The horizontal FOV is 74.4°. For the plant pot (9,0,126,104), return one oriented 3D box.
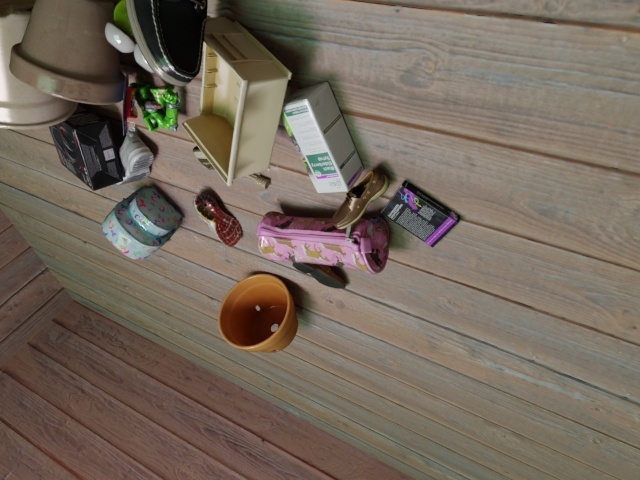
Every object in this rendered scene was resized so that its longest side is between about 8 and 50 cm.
[{"bbox_3d":[-0.611,-0.499,1.048,0.262,0.263,0.229,30,119,7],"label":"plant pot"}]

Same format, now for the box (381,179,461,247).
[{"bbox_3d":[0.243,-0.064,1.037,0.162,0.029,0.116,33,143,1],"label":"box"}]

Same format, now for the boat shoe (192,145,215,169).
[{"bbox_3d":[-0.252,-0.233,1.185,0.257,0.095,0.095,14,137,44],"label":"boat shoe"}]

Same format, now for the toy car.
[{"bbox_3d":[-0.393,-0.485,0.994,0.182,0.159,0.136,35,180,0],"label":"toy car"}]

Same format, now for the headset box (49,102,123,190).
[{"bbox_3d":[-0.804,-0.329,1.416,0.293,0.110,0.218,32,135,31],"label":"headset box"}]

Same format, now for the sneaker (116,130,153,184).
[{"bbox_3d":[-0.653,-0.281,1.462,0.281,0.105,0.115,-26,89,48],"label":"sneaker"}]

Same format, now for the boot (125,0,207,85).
[{"bbox_3d":[-0.192,-0.484,0.721,0.284,0.138,0.378,-1,89,32],"label":"boot"}]

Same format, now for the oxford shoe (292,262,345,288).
[{"bbox_3d":[0.008,0.091,1.362,0.212,0.076,0.076,36,145,-29],"label":"oxford shoe"}]

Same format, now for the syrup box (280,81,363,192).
[{"bbox_3d":[0.005,-0.231,0.980,0.093,0.096,0.237,2,131,39],"label":"syrup box"}]

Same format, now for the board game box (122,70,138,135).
[{"bbox_3d":[-0.513,-0.370,1.146,0.033,0.133,0.169,6,154,-22],"label":"board game box"}]

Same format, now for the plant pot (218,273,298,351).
[{"bbox_3d":[-0.214,0.302,1.609,0.290,0.291,0.203,12,154,28],"label":"plant pot"}]

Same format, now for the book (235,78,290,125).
[{"bbox_3d":[-0.140,-0.342,1.025,0.144,0.035,0.096,21,137,18],"label":"book"}]

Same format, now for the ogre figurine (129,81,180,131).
[{"bbox_3d":[-0.463,-0.375,1.188,0.196,0.097,0.118,9,126,15],"label":"ogre figurine"}]

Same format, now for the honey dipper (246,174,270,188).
[{"bbox_3d":[-0.224,-0.197,1.253,0.160,0.030,0.031,26,143,16],"label":"honey dipper"}]

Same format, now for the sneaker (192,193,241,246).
[{"bbox_3d":[-0.358,-0.074,1.463,0.092,0.088,0.225,17,144,56],"label":"sneaker"}]

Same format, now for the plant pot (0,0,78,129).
[{"bbox_3d":[-0.875,-0.537,1.176,0.333,0.334,0.306,32,133,4],"label":"plant pot"}]

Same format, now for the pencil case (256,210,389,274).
[{"bbox_3d":[0.000,0.000,1.188,0.385,0.160,0.167,5,130,35],"label":"pencil case"}]

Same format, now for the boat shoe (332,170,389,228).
[{"bbox_3d":[0.086,-0.102,1.026,0.060,0.064,0.178,25,119,-41],"label":"boat shoe"}]

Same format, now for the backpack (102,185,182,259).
[{"bbox_3d":[-0.653,-0.063,1.549,0.191,0.254,0.225,-32,108,30],"label":"backpack"}]

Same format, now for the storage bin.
[{"bbox_3d":[-0.206,-0.316,0.944,0.260,0.123,0.262,49,143,24],"label":"storage bin"}]
